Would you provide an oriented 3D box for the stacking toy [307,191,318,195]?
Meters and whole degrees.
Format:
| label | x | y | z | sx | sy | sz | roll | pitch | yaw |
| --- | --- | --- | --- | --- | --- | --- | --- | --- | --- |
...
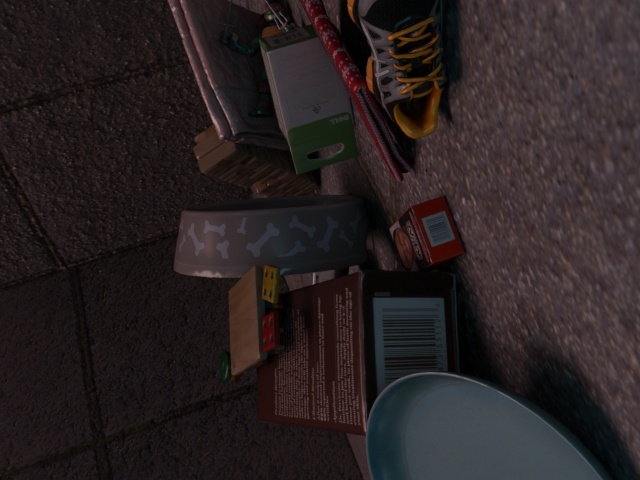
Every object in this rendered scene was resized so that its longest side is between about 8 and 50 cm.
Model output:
| label | x | y | z | sx | sy | sz | roll | pitch | yaw |
| --- | --- | --- | --- | --- | --- | --- | --- | --- | --- |
| stacking toy | 0.000 | 0.000 | 1.798 | 0.167 | 0.052 | 0.221 | 95 | 154 | -76 |

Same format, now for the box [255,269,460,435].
| label | x | y | z | sx | sy | sz | roll | pitch | yaw |
| --- | --- | --- | --- | --- | --- | --- | --- | --- | --- |
| box | 0.032 | 0.158 | 1.026 | 0.381 | 0.143 | 0.191 | 160 | 111 | -63 |

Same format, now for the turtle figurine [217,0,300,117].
| label | x | y | z | sx | sy | sz | roll | pitch | yaw |
| --- | --- | --- | --- | --- | --- | --- | --- | --- | --- |
| turtle figurine | -0.085 | -0.346 | 1.358 | 0.175 | 0.118 | 0.234 | -7 | 91 | 41 |

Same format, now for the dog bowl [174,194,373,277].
| label | x | y | z | sx | sy | sz | roll | pitch | yaw |
| --- | --- | --- | --- | --- | --- | --- | --- | --- | --- |
| dog bowl | -0.077 | -0.015 | 1.271 | 0.349 | 0.349 | 0.102 | -149 | 54 | -78 |

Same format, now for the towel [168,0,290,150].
| label | x | y | z | sx | sy | sz | roll | pitch | yaw |
| --- | --- | --- | --- | --- | --- | --- | --- | --- | --- |
| towel | -0.150 | -0.336 | 1.491 | 0.332 | 0.053 | 0.316 | -8 | -103 | -66 |

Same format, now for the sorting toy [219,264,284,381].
| label | x | y | z | sx | sy | sz | roll | pitch | yaw |
| --- | --- | --- | --- | --- | --- | --- | --- | --- | --- |
| sorting toy | -0.088 | 0.116 | 1.081 | 0.274 | 0.046 | 0.132 | 138 | 132 | -59 |

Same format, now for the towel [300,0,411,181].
| label | x | y | z | sx | sy | sz | roll | pitch | yaw |
| --- | --- | --- | --- | --- | --- | --- | --- | --- | --- |
| towel | 0.030 | -0.222 | 0.927 | 0.199 | 0.031 | 0.274 | 52 | -168 | -56 |

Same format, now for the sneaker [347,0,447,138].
| label | x | y | z | sx | sy | sz | roll | pitch | yaw |
| --- | --- | --- | --- | --- | --- | --- | --- | --- | --- |
| sneaker | 0.082 | -0.174 | 0.690 | 0.215 | 0.084 | 0.083 | 63 | -175 | -65 |

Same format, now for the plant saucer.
| label | x | y | z | sx | sy | sz | roll | pitch | yaw |
| --- | --- | --- | --- | --- | --- | --- | --- | --- | --- |
| plant saucer | 0.173 | 0.262 | 0.727 | 0.318 | 0.044 | 0.317 | 27 | 130 | 37 |

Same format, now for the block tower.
| label | x | y | z | sx | sy | sz | roll | pitch | yaw |
| --- | --- | --- | --- | --- | --- | --- | --- | --- | --- |
| block tower | -0.123 | -0.161 | 1.569 | 0.335 | 0.097 | 0.090 | 19 | -134 | -60 |

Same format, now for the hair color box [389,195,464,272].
| label | x | y | z | sx | sy | sz | roll | pitch | yaw |
| --- | --- | --- | --- | --- | --- | --- | --- | --- | --- |
| hair color box | 0.125 | -0.001 | 0.906 | 0.141 | 0.043 | 0.071 | 111 | 140 | -79 |

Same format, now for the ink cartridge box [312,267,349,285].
| label | x | y | z | sx | sy | sz | roll | pitch | yaw |
| --- | --- | --- | --- | --- | --- | --- | --- | --- | --- |
| ink cartridge box | 0.019 | 0.125 | 1.430 | 0.223 | 0.045 | 0.223 | -53 | -33 | -73 |

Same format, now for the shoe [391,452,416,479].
| label | x | y | z | sx | sy | sz | roll | pitch | yaw |
| --- | --- | --- | --- | --- | --- | --- | --- | --- | --- |
| shoe | 0.158 | 0.265 | 0.889 | 0.081 | 0.178 | 0.063 | -139 | 68 | -81 |

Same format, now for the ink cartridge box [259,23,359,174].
| label | x | y | z | sx | sy | sz | roll | pitch | yaw |
| --- | --- | --- | --- | --- | --- | --- | --- | --- | --- |
| ink cartridge box | -0.015 | -0.216 | 1.150 | 0.062 | 0.109 | 0.209 | -118 | 12 | -54 |
